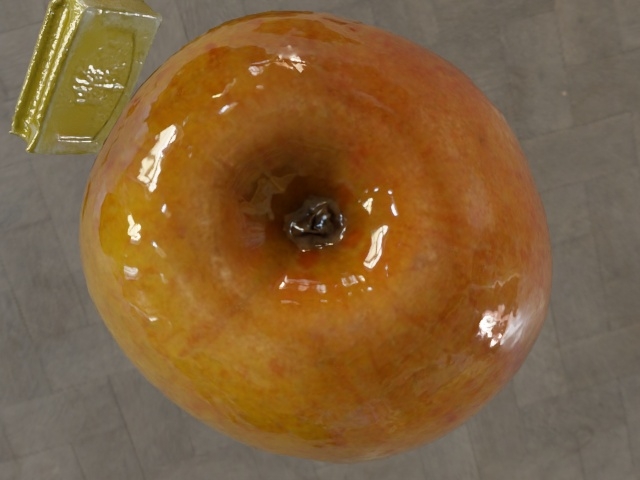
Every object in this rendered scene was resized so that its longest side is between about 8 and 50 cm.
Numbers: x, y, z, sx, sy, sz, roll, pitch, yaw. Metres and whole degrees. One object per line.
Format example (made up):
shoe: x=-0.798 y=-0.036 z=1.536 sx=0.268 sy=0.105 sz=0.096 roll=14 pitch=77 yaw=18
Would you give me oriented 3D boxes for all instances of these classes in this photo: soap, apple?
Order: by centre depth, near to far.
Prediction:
apple: x=0.000 y=0.000 z=0.574 sx=0.298 sy=0.275 sz=0.299 roll=-1 pitch=82 yaw=9
soap: x=-0.433 y=-0.308 z=1.639 sx=0.091 sy=0.199 sz=0.315 roll=44 pitch=119 yaw=26
